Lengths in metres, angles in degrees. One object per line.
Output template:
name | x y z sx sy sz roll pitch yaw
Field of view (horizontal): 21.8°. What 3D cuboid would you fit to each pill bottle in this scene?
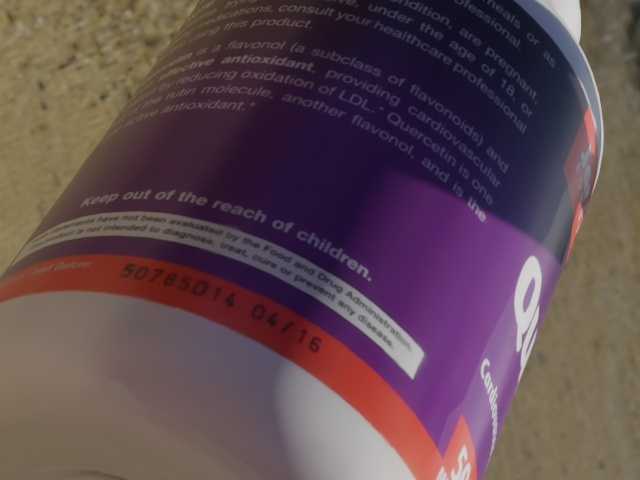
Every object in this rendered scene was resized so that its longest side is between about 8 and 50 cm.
pill bottle | 0.000 0.000 0.632 0.181 0.181 0.323 54 43 -26
